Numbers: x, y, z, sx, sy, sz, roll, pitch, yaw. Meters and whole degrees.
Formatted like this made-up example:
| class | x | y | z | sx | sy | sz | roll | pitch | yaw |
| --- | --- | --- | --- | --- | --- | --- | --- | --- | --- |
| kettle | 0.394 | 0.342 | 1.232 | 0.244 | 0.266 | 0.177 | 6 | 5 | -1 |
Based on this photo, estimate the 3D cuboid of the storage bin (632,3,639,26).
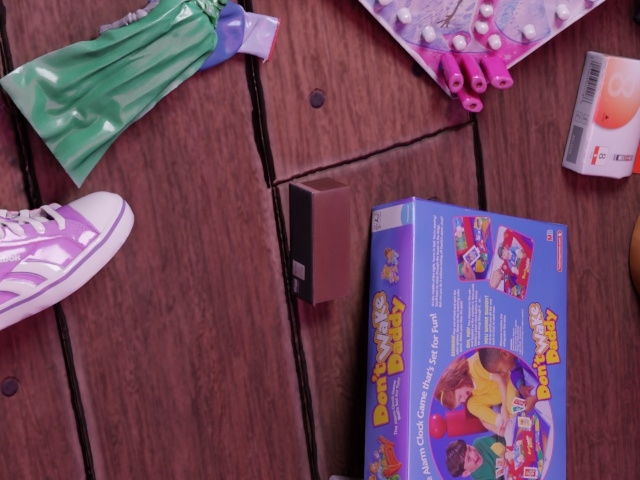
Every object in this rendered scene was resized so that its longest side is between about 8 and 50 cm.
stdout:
| class | x | y | z | sx | sy | sz | roll | pitch | yaw |
| --- | --- | --- | --- | --- | --- | --- | --- | --- | --- |
| storage bin | 0.478 | -0.254 | 2.051 | 0.180 | 0.122 | 0.084 | 26 | 91 | -36 |

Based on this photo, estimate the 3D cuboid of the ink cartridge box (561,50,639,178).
| class | x | y | z | sx | sy | sz | roll | pitch | yaw |
| --- | --- | --- | --- | --- | --- | --- | --- | --- | --- |
| ink cartridge box | 0.383 | -0.146 | 2.075 | 0.179 | 0.045 | 0.145 | 4 | 104 | -31 |

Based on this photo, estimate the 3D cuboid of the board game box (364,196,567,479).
| class | x | y | z | sx | sy | sz | roll | pitch | yaw |
| --- | --- | --- | --- | --- | --- | --- | --- | --- | --- |
| board game box | 0.167 | 0.141 | 1.930 | 0.233 | 0.078 | 0.347 | 10 | 77 | -34 |

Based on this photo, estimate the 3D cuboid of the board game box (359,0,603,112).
| class | x | y | z | sx | sy | sz | roll | pitch | yaw |
| --- | --- | --- | --- | --- | --- | --- | --- | --- | --- |
| board game box | 0.206 | -0.342 | 1.752 | 0.390 | 0.050 | 0.390 | -35 | 136 | 15 |

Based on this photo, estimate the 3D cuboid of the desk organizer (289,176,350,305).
| class | x | y | z | sx | sy | sz | roll | pitch | yaw |
| --- | --- | --- | --- | --- | --- | --- | --- | --- | --- |
| desk organizer | 0.000 | 0.000 | 1.875 | 0.050 | 0.047 | 0.130 | -12 | 112 | -32 |

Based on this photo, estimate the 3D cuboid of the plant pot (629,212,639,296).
| class | x | y | z | sx | sy | sz | roll | pitch | yaw |
| --- | --- | --- | --- | --- | --- | --- | --- | --- | --- |
| plant pot | 0.522 | 0.024 | 2.121 | 0.290 | 0.203 | 0.291 | -11 | 112 | -29 |

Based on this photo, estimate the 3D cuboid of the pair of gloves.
| class | x | y | z | sx | sy | sz | roll | pitch | yaw |
| --- | --- | --- | --- | --- | --- | --- | --- | --- | --- |
| pair of gloves | -0.101 | -0.261 | 1.740 | 0.159 | 0.023 | 0.198 | 8 | 100 | -33 |

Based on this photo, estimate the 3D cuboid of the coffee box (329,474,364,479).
| class | x | y | z | sx | sy | sz | roll | pitch | yaw |
| --- | --- | --- | --- | --- | --- | --- | --- | --- | --- |
| coffee box | 0.117 | 0.361 | 1.943 | 0.141 | 0.246 | 0.098 | 10 | 100 | -34 |

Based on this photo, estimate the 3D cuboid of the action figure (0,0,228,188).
| class | x | y | z | sx | sy | sz | roll | pitch | yaw |
| --- | --- | --- | --- | --- | --- | --- | --- | --- | --- |
| action figure | -0.183 | -0.174 | 1.675 | 0.232 | 0.063 | 0.137 | -36 | 123 | -5 |

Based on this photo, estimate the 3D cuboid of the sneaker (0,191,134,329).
| class | x | y | z | sx | sy | sz | roll | pitch | yaw |
| --- | --- | --- | --- | --- | --- | --- | --- | --- | --- |
| sneaker | -0.319 | -0.004 | 1.638 | 0.282 | 0.102 | 0.161 | -33 | 117 | -20 |
